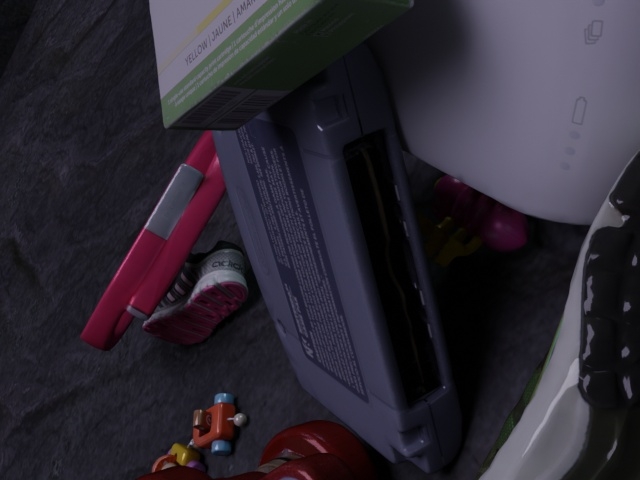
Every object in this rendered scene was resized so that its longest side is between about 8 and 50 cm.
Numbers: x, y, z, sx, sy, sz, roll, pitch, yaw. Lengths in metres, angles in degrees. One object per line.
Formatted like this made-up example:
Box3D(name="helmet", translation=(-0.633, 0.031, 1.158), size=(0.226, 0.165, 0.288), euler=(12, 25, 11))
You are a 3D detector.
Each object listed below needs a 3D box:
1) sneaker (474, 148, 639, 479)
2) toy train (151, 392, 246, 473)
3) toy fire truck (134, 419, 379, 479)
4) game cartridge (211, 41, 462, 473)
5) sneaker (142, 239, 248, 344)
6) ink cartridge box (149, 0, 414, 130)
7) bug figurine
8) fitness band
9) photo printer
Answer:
Box3D(name="sneaker", translation=(0.147, 0.093, 0.385), size=(0.158, 0.182, 0.410), euler=(37, 81, 15))
Box3D(name="toy train", translation=(-0.124, 0.230, 0.801), size=(0.125, 0.046, 0.166), euler=(-30, 48, 45))
Box3D(name="toy fire truck", translation=(-0.050, 0.283, 0.585), size=(0.302, 0.169, 0.254), euler=(-39, 69, 36))
Box3D(name="game cartridge", translation=(0.000, 0.000, 0.590), size=(0.196, 0.060, 0.294), euler=(22, 133, 55))
Box3D(name="sneaker", translation=(-0.130, 0.054, 0.901), size=(0.170, 0.063, 0.074), euler=(-37, 37, 43))
Box3D(name="ink cartridge box", translation=(-0.039, -0.195, 0.445), size=(0.171, 0.056, 0.235), euler=(-23, 74, 54))
Box3D(name="bug figurine", translation=(0.112, -0.098, 0.618), size=(0.279, 0.072, 0.216), euler=(-55, 41, 13))
Box3D(name="fitness band", translation=(-0.166, -0.008, 0.930), size=(0.291, 0.054, 0.209), euler=(-58, 10, 0))
Box3D(name="photo printer", translation=(0.081, -0.161, 0.457), size=(0.307, 0.107, 0.256), euler=(38, 141, 49))
